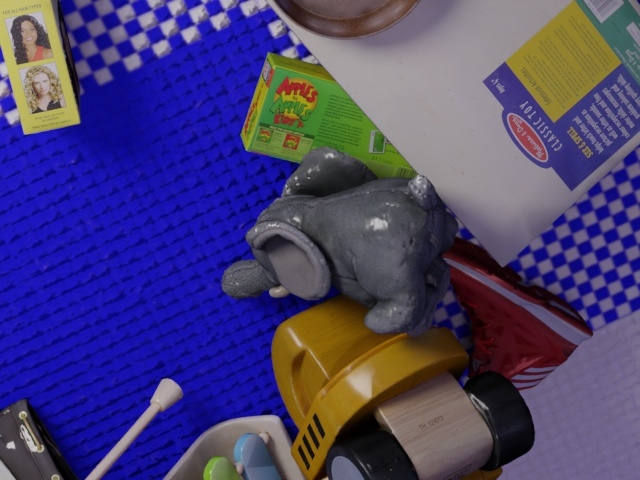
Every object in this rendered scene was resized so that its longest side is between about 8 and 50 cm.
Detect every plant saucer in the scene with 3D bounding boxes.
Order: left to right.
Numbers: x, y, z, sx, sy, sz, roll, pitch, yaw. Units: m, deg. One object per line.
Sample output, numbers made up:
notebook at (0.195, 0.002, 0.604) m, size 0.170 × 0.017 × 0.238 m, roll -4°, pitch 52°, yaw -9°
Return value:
plant saucer at (0.023, -0.265, 1.433) m, size 0.168 × 0.029 × 0.169 m, roll -4°, pitch 107°, yaw -12°

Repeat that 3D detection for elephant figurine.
elephant figurine at (0.000, 0.000, 1.538) m, size 0.239 × 0.169 × 0.186 m, roll 15°, pitch 99°, yaw 18°

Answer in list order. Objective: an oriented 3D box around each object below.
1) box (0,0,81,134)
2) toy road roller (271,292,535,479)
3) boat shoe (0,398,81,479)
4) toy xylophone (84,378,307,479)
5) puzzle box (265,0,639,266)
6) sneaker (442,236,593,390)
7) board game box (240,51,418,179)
box at (-0.269, -0.220, 1.450) m, size 0.058 × 0.087 × 0.232 m, roll -12°, pitch 119°, yaw -3°
toy road roller at (0.054, 0.195, 1.667) m, size 0.202 × 0.241 × 0.329 m, roll -23°, pitch 157°, yaw -26°
boat shoe at (-0.265, 0.269, 1.658) m, size 0.068 × 0.081 × 0.228 m, roll -39°, pitch 90°, yaw 2°
toy xylophone at (-0.144, 0.296, 1.648) m, size 0.081 × 0.323 × 0.236 m, roll 2°, pitch 134°, yaw 37°
puzzle box at (0.146, -0.203, 1.526) m, size 0.272 × 0.052 × 0.409 m, roll -42°, pitch 112°, yaw 1°
sneaker at (0.175, 0.092, 1.692) m, size 0.221 × 0.087 × 0.128 m, roll 31°, pitch 105°, yaw -22°
board game box at (0.022, -0.116, 1.581) m, size 0.181 × 0.043 × 0.092 m, roll 13°, pitch 112°, yaw -17°
